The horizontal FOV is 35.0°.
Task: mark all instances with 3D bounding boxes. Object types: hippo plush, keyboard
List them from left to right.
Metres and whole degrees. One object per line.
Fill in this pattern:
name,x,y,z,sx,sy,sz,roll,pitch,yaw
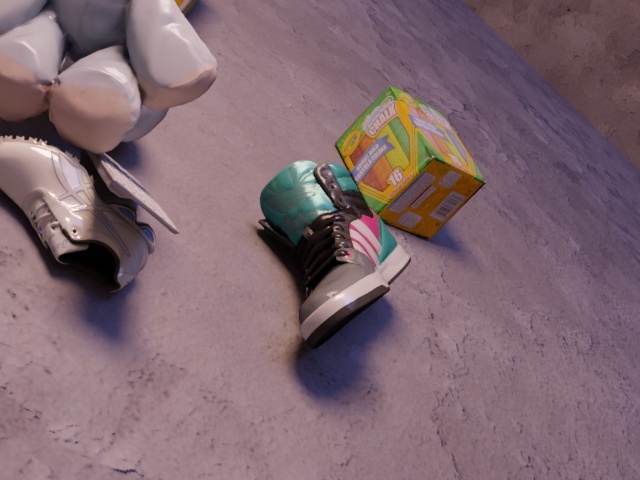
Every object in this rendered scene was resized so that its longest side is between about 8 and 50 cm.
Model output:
hippo plush,-0.244,-0.212,1.015,0.234,0.236,0.294,-11,85,-15
keyboard,-0.180,-0.054,0.949,0.072,0.014,0.256,36,0,-21

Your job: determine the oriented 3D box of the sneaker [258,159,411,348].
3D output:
sneaker,0.000,0.000,1.128,0.178,0.124,0.295,50,17,1

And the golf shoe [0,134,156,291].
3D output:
golf shoe,-0.229,-0.023,0.902,0.176,0.069,0.086,35,32,-15

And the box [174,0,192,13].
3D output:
box,-0.208,-0.382,1.431,0.103,0.114,0.203,38,27,-11

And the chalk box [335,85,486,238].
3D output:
chalk box,0.123,-0.132,1.516,0.132,0.132,0.213,19,33,-42
